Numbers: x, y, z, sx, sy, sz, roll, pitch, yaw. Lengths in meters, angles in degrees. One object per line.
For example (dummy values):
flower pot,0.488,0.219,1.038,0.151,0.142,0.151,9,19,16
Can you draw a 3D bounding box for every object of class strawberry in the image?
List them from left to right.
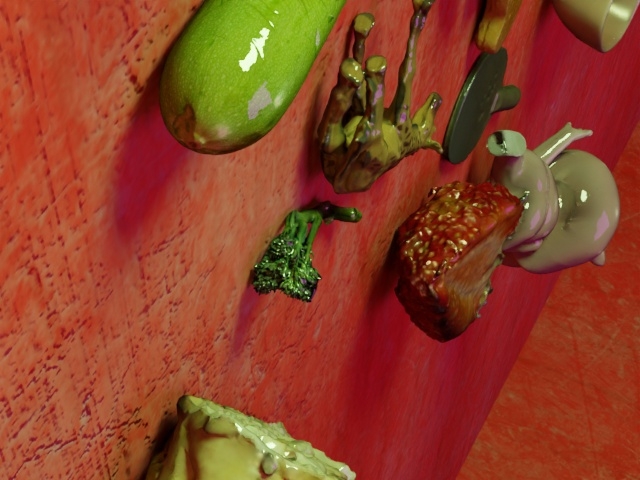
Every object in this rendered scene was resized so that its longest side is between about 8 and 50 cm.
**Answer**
strawberry,0.115,0.029,1.431,0.228,0.098,0.174,-38,148,-57

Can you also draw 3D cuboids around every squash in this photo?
squash,-0.020,-0.122,0.747,0.201,0.066,0.066,-58,164,-32

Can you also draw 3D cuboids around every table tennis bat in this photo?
table tennis bat,0.176,-0.147,1.531,0.234,0.022,0.131,-20,132,-68

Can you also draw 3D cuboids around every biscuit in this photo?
biscuit,0.184,-0.286,1.296,0.165,0.036,0.250,-62,169,-20

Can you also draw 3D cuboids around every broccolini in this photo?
broccolini,-0.001,-0.007,1.066,0.194,0.054,0.052,-43,134,-62

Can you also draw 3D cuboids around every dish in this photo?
dish,0.323,-0.323,1.633,0.213,0.090,0.213,-55,161,-30

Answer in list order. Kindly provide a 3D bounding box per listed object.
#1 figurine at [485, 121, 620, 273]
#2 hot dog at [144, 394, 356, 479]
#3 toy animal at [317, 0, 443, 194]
figurine,0.241,-0.048,1.717,0.287,0.186,0.176,1,80,-55
hot dog,-0.076,0.319,1.025,0.365,0.196,0.367,-61,163,-5
toy animal,0.050,-0.089,1.084,0.275,0.054,0.149,60,52,-70
